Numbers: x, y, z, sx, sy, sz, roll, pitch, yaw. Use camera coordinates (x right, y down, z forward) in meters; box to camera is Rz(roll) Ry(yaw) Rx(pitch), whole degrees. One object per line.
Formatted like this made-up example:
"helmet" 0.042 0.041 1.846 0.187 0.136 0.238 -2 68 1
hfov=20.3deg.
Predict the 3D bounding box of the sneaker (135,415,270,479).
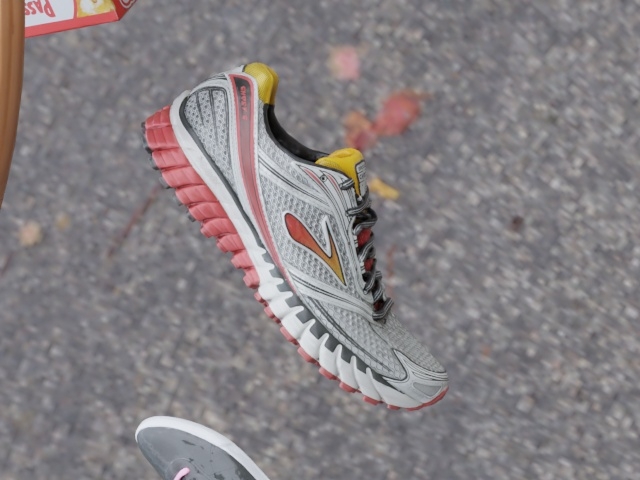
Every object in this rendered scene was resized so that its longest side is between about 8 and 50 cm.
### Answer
"sneaker" -0.127 0.331 2.093 0.296 0.147 0.104 39 134 10

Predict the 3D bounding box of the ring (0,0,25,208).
"ring" -0.213 -0.102 0.576 0.336 0.032 0.336 15 113 39

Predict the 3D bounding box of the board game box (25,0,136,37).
"board game box" -0.164 -0.158 0.966 0.193 0.045 0.147 -6 33 29

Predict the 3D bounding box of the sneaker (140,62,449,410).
"sneaker" 0.000 0.000 0.991 0.093 0.088 0.225 -38 95 8
